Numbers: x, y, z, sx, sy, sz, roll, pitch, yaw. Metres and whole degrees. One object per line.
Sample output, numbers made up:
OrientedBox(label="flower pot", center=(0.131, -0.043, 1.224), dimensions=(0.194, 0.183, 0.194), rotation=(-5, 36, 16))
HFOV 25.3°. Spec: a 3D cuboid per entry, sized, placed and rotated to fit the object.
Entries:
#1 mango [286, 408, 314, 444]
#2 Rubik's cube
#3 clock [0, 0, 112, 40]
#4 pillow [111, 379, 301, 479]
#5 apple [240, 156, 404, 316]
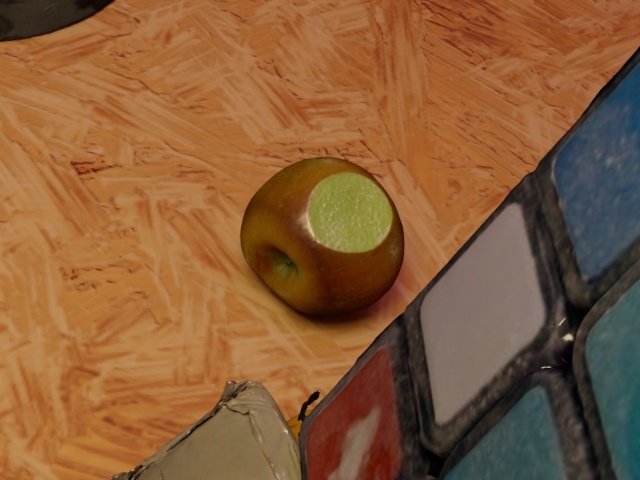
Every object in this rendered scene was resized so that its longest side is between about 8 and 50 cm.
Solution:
OrientedBox(label="mango", center=(0.030, 0.172, 0.873), dimensions=(0.101, 0.066, 0.187), rotation=(-26, 66, -34))
OrientedBox(label="Rubik's cube", center=(0.223, 0.165, 0.662), dimensions=(0.363, 0.362, 0.359), rotation=(18, 37, -22))
OrientedBox(label="clock", center=(-0.309, -0.294, 1.213), dimensions=(0.318, 0.066, 0.319), rotation=(8, 45, -9))
OrientedBox(label="pillow", center=(-0.040, 0.186, 0.814), dimensions=(0.119, 0.053, 0.208), rotation=(-32, 55, 5))
OrientedBox(label="apple", center=(0.000, 0.000, 1.003), dimensions=(0.102, 0.099, 0.114), rotation=(-26, 84, -28))
